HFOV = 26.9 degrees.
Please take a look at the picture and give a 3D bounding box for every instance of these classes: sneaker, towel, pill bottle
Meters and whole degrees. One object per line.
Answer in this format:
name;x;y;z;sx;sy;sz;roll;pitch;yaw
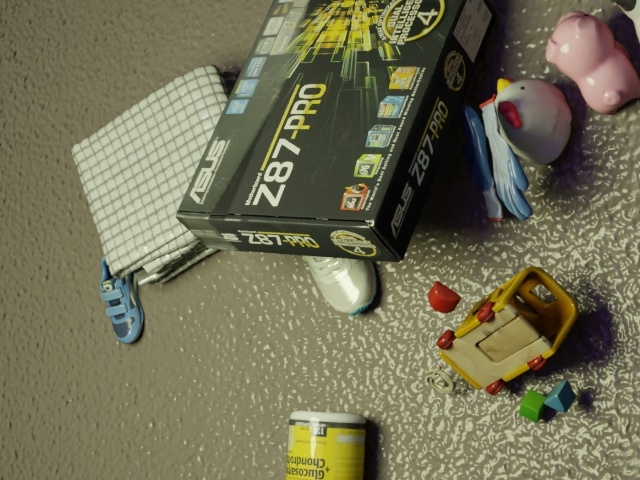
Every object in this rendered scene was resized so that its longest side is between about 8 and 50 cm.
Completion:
sneaker;-0.307;0.086;2.030;0.053;0.059;0.144;-16;75;28
sneaker;0.000;0.000;1.828;0.087;0.092;0.228;-34;68;22
towel;-0.205;-0.089;1.961;0.284;0.121;0.235;-31;69;24
pill bottle;0.005;0.319;1.769;0.103;0.103;0.184;-1;82;32

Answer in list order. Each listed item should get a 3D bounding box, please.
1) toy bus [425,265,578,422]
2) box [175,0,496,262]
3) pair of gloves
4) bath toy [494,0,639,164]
toy bus;0.228;0.112;1.656;0.202;0.191;0.104;15;47;33
box;0.023;-0.165;1.748;0.318;0.097;0.395;4;60;38
pair of gloves;0.216;-0.099;1.674;0.023;0.198;0.159;-16;92;-8
bath toy;0.344;-0.231;1.623;0.348;0.129;0.151;-37;65;23
